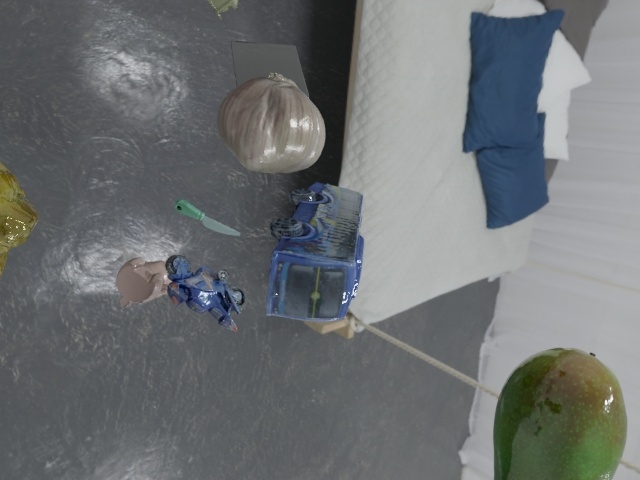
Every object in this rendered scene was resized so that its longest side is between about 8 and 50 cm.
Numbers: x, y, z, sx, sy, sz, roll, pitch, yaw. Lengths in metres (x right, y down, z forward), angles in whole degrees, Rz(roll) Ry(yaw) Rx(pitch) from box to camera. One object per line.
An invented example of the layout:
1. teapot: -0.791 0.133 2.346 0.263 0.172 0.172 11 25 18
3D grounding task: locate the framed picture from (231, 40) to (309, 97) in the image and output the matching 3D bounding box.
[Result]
1. framed picture: -0.193 -0.639 1.532 0.256 0.338 0.014 -3 145 -15

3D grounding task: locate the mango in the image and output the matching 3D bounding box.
1. mango: 0.429 0.385 0.774 0.225 0.201 0.381 20 91 -35

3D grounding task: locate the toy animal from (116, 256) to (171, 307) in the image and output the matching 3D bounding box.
1. toy animal: -0.428 0.097 1.040 0.124 0.212 0.124 0 90 -1

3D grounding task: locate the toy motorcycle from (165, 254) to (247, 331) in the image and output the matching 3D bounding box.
1. toy motorcycle: -0.256 0.115 0.902 0.205 0.076 0.114 34 46 -21

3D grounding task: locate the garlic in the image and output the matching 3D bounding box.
1. garlic: -0.129 -0.314 1.115 0.318 0.317 0.259 1 105 -44

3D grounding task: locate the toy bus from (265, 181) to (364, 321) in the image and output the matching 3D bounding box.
1. toy bus: 0.002 -0.002 0.460 0.236 0.094 0.079 -74 166 -65

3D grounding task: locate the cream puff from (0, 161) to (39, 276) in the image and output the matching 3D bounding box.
1. cream puff: -0.605 -0.001 0.654 0.270 0.323 0.274 -10 119 -33

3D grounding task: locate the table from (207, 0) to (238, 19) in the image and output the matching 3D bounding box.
1. table: -0.270 -0.653 1.095 0.083 0.062 0.079 46 28 -41

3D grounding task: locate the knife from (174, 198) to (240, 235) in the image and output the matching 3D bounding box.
1. knife: -0.424 -0.071 1.537 0.260 0.063 0.034 31 38 -16
